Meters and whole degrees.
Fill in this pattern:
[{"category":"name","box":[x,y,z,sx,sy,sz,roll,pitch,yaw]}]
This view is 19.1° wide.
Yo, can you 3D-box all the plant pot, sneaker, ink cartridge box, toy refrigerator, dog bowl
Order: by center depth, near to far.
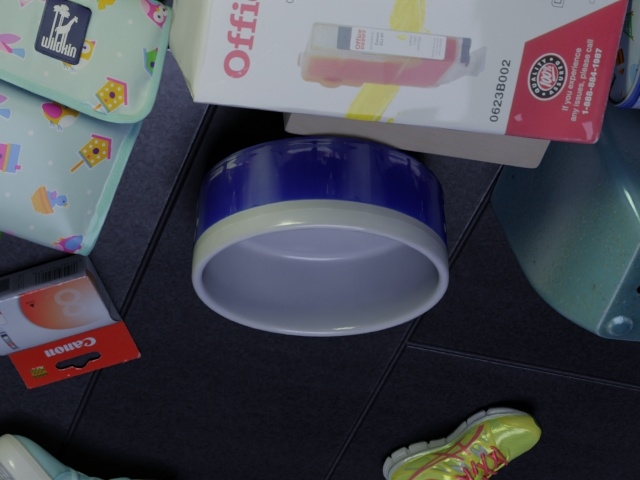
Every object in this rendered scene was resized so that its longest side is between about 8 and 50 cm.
[{"category":"ink cartridge box","box":[0.076,-0.253,1.710,0.384,0.160,0.279,5,110,-13]},{"category":"toy refrigerator","box":[0.103,-0.156,1.908,0.269,0.094,0.102,7,135,-13]},{"category":"plant pot","box":[0.347,-0.028,1.956,0.247,0.252,0.248,6,132,-15]},{"category":"dog bowl","box":[0.000,0.000,1.969,0.264,0.104,0.265,0,153,0]},{"category":"ink cartridge box","box":[-0.297,0.104,2.117,0.145,0.045,0.179,-16,131,7]},{"category":"sneaker","box":[-0.250,0.330,2.307,0.150,0.135,0.366,-51,119,-19]},{"category":"sneaker","box":[0.181,0.279,2.322,0.208,0.094,0.081,-27,129,14]}]

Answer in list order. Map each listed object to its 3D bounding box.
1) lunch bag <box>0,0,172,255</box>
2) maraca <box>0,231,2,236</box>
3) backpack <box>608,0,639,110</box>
[{"category":"lunch bag","box":[-0.279,-0.146,1.811,0.223,0.160,0.262,20,106,-21]},{"category":"maraca","box":[-0.409,-0.042,1.930,0.185,0.099,0.127,34,110,-5]},{"category":"backpack","box":[0.366,-0.202,1.774,0.213,0.276,0.263,-1,127,3]}]
